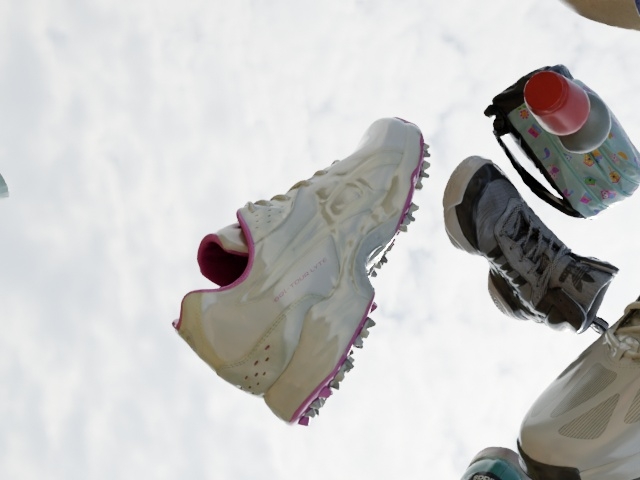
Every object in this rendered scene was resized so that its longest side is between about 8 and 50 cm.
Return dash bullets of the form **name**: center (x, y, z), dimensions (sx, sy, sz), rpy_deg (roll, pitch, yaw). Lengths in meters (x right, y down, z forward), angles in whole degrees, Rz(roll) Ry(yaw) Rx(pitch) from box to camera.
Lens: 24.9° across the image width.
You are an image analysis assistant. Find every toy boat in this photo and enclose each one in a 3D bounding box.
- **toy boat**: center (0.308, -0.247, 1.499), dimensions (0.267, 0.148, 0.318), rpy_deg (27, -88, 31)

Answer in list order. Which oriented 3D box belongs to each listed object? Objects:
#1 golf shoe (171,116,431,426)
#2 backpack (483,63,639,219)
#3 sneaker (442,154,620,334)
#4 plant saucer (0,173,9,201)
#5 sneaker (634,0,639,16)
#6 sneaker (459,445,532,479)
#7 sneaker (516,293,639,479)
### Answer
- **golf shoe**: center (-0.008, -0.006, 1.103), dimensions (0.140, 0.306, 0.115), rpy_deg (26, -44, -1)
- **backpack**: center (0.291, -0.114, 1.682), dimensions (0.115, 0.152, 0.182), rpy_deg (-39, -98, 31)
- **sneaker**: center (0.241, 0.012, 1.598), dimensions (0.153, 0.101, 0.268), rpy_deg (22, -23, 40)
- **plant saucer**: center (-0.368, -0.089, 1.315), dimensions (0.195, 0.037, 0.195), rpy_deg (33, -20, 13)
- **sneaker**: center (0.279, -0.241, 1.185), dimensions (0.182, 0.315, 0.127), rpy_deg (-2, -59, 30)
- **sneaker**: center (0.153, 0.376, 1.580), dimensions (0.108, 0.121, 0.302), rpy_deg (17, -67, 23)
- **sneaker**: center (0.334, 0.025, 1.366), dimensions (0.169, 0.447, 0.257), rpy_deg (31, -28, 54)
